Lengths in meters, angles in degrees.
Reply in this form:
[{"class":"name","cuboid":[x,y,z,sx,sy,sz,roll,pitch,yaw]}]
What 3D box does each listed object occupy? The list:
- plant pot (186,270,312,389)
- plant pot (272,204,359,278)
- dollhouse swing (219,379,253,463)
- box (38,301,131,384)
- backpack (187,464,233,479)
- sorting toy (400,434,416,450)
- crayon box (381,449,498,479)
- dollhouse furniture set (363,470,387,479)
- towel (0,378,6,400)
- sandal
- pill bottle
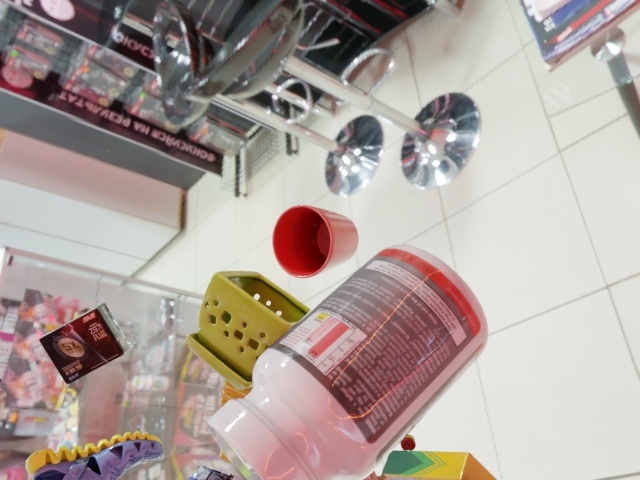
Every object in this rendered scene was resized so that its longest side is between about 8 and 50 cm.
[{"class":"plant pot","cuboid":[-0.165,0.214,1.405,0.228,0.227,0.207,35,99,18]},{"class":"plant pot","cuboid":[0.000,0.000,2.209,0.275,0.243,0.274,2,93,36]},{"class":"dollhouse swing","cuboid":[-0.243,0.624,1.904,0.315,0.305,0.346,19,113,15]},{"class":"box","cuboid":[-0.635,0.278,1.610,0.180,0.147,0.077,-28,7,1]},{"class":"backpack","cuboid":[-0.284,0.631,1.511,0.114,0.105,0.084,17,45,20]},{"class":"sorting toy","cuboid":[0.163,0.533,1.731,0.046,0.275,0.132,-85,12,-71]},{"class":"crayon box","cuboid":[0.346,0.640,1.552,0.323,0.203,0.083,-19,31,47]},{"class":"dollhouse furniture set","cuboid":[-0.004,0.445,1.161,0.174,0.303,0.355,-33,24,-24]},{"class":"towel","cuboid":[-0.902,0.364,1.322,0.284,0.235,0.121,-42,45,-15]},{"class":"sandal","cuboid":[-0.544,0.566,1.460,0.138,0.317,0.126,64,149,33]},{"class":"pill bottle","cuboid":[0.041,0.185,0.805,0.363,0.210,0.210,-39,27,-24]}]
